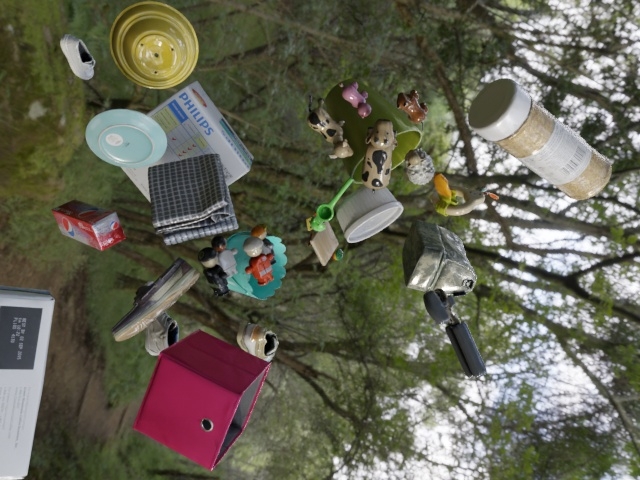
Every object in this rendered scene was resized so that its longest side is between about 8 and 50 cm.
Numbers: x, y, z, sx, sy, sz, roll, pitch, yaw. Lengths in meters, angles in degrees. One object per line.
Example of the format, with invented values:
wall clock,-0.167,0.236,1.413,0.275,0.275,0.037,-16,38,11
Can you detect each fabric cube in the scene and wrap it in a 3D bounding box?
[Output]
fabric cube,-0.337,0.449,1.524,0.254,0.258,0.259,-67,171,10

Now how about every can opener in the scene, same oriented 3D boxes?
can opener,0.384,0.276,1.535,0.283,0.095,0.076,67,-22,8

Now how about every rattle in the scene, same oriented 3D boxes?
rattle,0.424,-0.160,1.526,0.130,0.200,0.142,-107,-175,-67

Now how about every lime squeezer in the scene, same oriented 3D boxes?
lime squeezer,0.025,-0.085,1.671,0.110,0.058,0.310,-26,163,-27

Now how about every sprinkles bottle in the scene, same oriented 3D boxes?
sprinkles bottle,0.478,-0.209,1.128,0.121,0.355,0.121,-39,-142,39

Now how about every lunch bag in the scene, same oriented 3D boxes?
lunch bag,0.480,0.080,2.114,0.305,0.256,0.212,-84,-173,-61

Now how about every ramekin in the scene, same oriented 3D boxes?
ramekin,0.149,-0.093,1.672,0.207,0.109,0.207,-27,164,-8

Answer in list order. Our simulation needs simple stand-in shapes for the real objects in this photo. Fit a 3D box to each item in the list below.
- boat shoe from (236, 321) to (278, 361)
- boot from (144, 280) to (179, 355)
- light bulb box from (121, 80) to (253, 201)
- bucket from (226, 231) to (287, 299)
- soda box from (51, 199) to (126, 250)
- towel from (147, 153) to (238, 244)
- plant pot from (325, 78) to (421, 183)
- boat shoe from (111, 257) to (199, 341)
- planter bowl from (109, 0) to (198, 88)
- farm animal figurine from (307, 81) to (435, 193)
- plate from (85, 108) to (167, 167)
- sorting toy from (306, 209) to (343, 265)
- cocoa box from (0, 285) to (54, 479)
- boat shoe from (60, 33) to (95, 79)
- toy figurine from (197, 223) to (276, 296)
boat shoe,-0.210,0.386,1.901,0.302,0.103,0.113,68,33,-62
boot,-0.544,0.268,1.809,0.095,0.123,0.258,-6,91,-58
light bulb box,-0.490,-0.315,1.872,0.361,0.358,0.225,-32,-160,10
bucket,-0.287,0.100,2.179,0.281,0.183,0.281,-24,117,-59
soda box,-0.692,-0.049,1.555,0.083,0.263,0.092,-34,125,-38
towel,-0.391,-0.136,1.571,0.121,0.235,0.283,87,-13,-48
plant pot,0.145,-0.391,1.770,0.275,0.293,0.275,-29,164,-9
boat shoe,-0.471,0.161,1.462,0.285,0.092,0.103,-42,173,-16
planter bowl,-0.411,-0.473,1.305,0.217,0.217,0.090,-63,-150,23
farm animal figurine,0.142,-0.276,1.473,0.172,0.331,0.326,-75,155,-52
plate,-0.472,-0.239,1.275,0.188,0.188,0.024,122,-32,-46
sorting toy,0.000,0.000,2.039,0.046,0.274,0.132,1,-138,34
cocoa box,-0.681,0.264,1.037,0.228,0.232,0.346,1,-97,60
boat shoe,-0.736,-0.563,1.620,0.184,0.063,0.066,98,8,-64
toy figurine,-0.242,0.048,1.553,0.209,0.213,0.148,-85,159,-69
